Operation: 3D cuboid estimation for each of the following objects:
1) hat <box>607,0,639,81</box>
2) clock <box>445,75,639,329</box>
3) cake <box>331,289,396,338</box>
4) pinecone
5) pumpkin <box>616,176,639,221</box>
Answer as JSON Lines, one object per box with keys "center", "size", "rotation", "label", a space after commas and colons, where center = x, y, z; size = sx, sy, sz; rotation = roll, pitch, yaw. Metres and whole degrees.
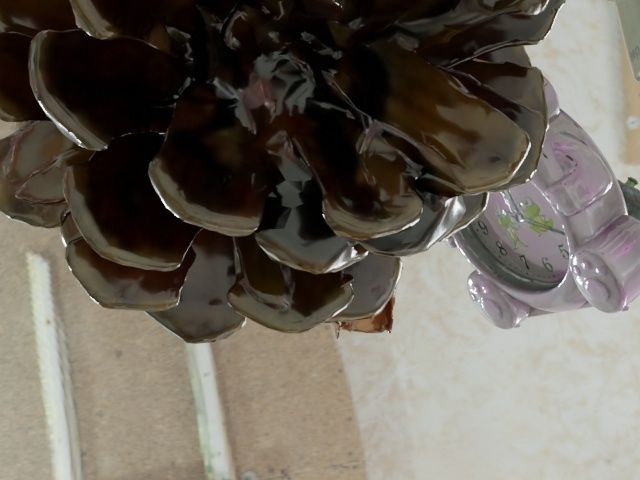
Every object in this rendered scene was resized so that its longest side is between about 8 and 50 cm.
{"center": [0.387, -0.347, 1.432], "size": [0.149, 0.214, 0.244], "rotation": [4, -103, 3], "label": "hat"}
{"center": [0.267, -0.048, 1.370], "size": [0.113, 0.295, 0.322], "rotation": [-34, -83, -29], "label": "clock"}
{"center": [0.007, -0.001, 1.045], "size": [0.098, 0.287, 0.135], "rotation": [-9, -74, -14], "label": "cake"}
{"center": [-0.027, -0.114, 0.586], "size": [0.385, 0.384, 0.384], "rotation": [8, -106, -29], "label": "pinecone"}
{"center": [0.406, -0.027, 1.472], "size": [0.202, 0.202, 0.140], "rotation": [21, -82, -25], "label": "pumpkin"}
